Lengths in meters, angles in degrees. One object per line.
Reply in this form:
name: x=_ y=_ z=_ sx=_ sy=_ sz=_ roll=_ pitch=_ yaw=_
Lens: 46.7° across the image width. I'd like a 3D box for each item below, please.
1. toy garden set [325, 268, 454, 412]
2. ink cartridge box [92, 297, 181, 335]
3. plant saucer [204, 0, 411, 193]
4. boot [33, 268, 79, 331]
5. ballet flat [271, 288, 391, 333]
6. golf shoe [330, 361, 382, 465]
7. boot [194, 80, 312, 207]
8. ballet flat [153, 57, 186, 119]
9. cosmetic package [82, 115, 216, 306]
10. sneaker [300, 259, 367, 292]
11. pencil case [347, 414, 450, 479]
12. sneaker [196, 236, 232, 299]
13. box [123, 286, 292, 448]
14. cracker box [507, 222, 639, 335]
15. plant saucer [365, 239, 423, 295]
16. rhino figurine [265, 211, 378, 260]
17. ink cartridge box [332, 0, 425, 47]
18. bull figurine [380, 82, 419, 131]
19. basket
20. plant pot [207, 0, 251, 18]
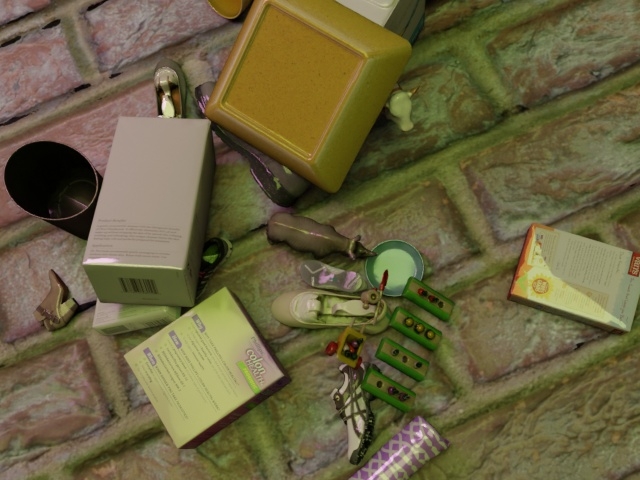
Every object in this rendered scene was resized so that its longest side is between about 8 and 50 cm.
toy garden set: x=0.140 y=0.174 z=1.417 sx=0.204 sy=0.049 sz=0.244 roll=32 pitch=70 yaw=-16
ink cartridge box: x=-0.372 y=0.077 z=1.548 sx=0.181 sy=0.056 sz=0.224 roll=-13 pitch=53 yaw=19
plant saucer: x=-0.046 y=-0.304 z=1.423 sx=0.333 sy=0.081 sz=0.332 roll=32 pitch=109 yaw=11
boot: x=-0.573 y=0.131 z=1.574 sx=0.087 sy=0.042 sz=0.118 roll=-38 pitch=74 yaw=-3
ballet flat: x=0.019 y=0.136 z=1.487 sx=0.249 sy=0.086 sz=0.086 roll=3 pitch=75 yaw=7
golf shoe: x=0.061 y=0.332 z=1.436 sx=0.094 sy=0.077 sz=0.198 roll=6 pitch=65 yaw=11
boot: x=-0.091 y=-0.257 z=1.560 sx=0.223 sy=0.118 sz=0.338 roll=-42 pitch=85 yaw=18
ballet flat: x=-0.338 y=-0.327 z=1.662 sx=0.072 sy=0.068 sz=0.213 roll=-11 pitch=73 yaw=3
cosmetic package: x=-0.328 y=-0.065 z=1.480 sx=0.197 sy=0.155 sz=0.365 roll=4 pitch=56 yaw=2
sneaker: x=0.027 y=0.080 z=1.520 sx=0.152 sy=0.061 sz=0.053 roll=15 pitch=84 yaw=30
pencil case: x=0.146 y=0.424 z=1.394 sx=0.206 sy=0.086 sz=0.088 roll=-42 pitch=109 yaw=-4
sneaker: x=-0.252 y=0.058 z=1.541 sx=0.063 sy=0.075 sz=0.170 roll=37 pitch=82 yaw=14
box: x=-0.219 y=0.252 z=1.463 sx=0.243 sy=0.117 sz=0.213 roll=-35 pitch=74 yaw=-3
cracker box: x=0.504 y=0.075 z=1.459 sx=0.232 sy=0.067 sz=0.155 roll=18 pitch=78 yaw=12
plant saucer: x=0.152 y=0.058 z=1.525 sx=0.120 sy=0.021 sz=0.119 roll=-2 pitch=74 yaw=7
rhino figurine: x=0.000 y=0.000 z=1.514 sx=0.243 sy=0.106 sz=0.073 roll=16 pitch=77 yaw=10
ink cartridge box: x=0.092 y=-0.487 z=1.554 sx=0.198 sy=0.270 sz=0.197 roll=28 pitch=79 yaw=12
bull figurine: x=0.077 y=-0.314 z=1.546 sx=0.310 sy=0.188 sz=0.101 roll=36 pitch=76 yaw=15
basket: x=-0.507 y=-0.087 z=1.531 sx=0.204 sy=0.227 sz=0.154 roll=25 pitch=79 yaw=13
plant pot: x=-0.196 y=-0.591 z=1.700 sx=0.134 sy=0.134 sz=0.095 roll=39 pitch=57 yaw=15
